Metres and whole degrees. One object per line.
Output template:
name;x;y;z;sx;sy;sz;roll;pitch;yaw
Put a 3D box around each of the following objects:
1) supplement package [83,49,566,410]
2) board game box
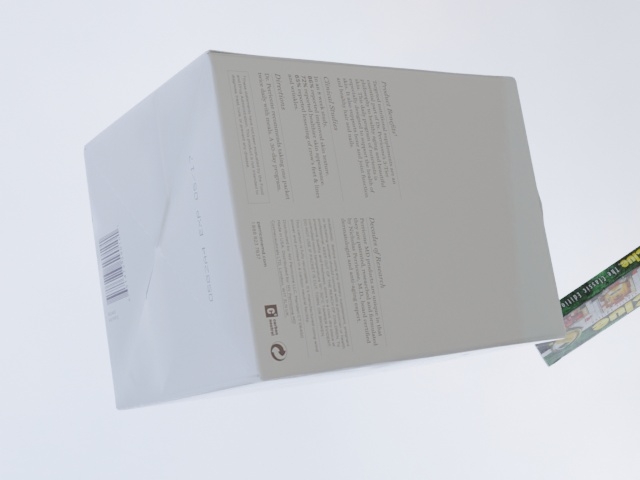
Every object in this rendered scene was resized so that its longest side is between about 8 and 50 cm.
supplement package;0.000;0.000;0.728;0.262;0.198;0.199;-2;-101;-36
board game box;0.409;0.077;1.423;0.030;0.259;0.136;58;-174;31
